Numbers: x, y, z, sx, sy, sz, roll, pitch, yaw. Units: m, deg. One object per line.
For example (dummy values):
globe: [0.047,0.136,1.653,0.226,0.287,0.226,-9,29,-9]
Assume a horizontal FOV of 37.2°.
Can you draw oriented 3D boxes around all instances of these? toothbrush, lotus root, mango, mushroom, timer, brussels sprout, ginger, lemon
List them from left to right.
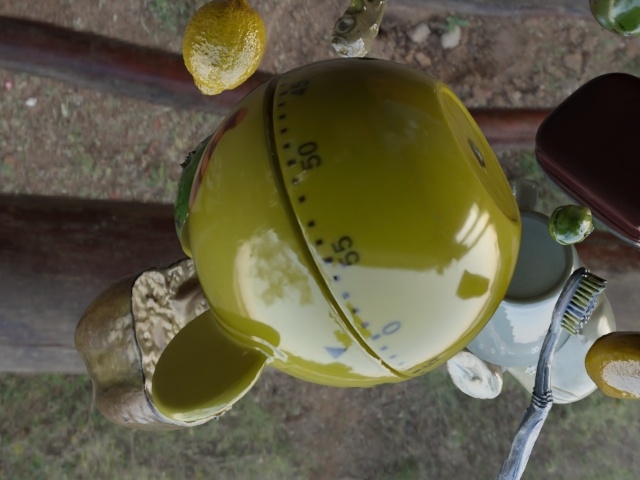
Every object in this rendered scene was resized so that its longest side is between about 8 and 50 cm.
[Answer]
lotus root: [-0.274,0.193,1.682,0.250,0.316,0.316,-20,139,41]
lemon: [-0.172,-0.340,1.667,0.142,0.142,0.187,15,114,-25]
timer: [0.000,0.000,0.993,0.387,0.376,0.376,-26,132,20]
ginger: [0.058,-0.318,1.305,0.051,0.173,0.069,-7,151,42]
toothbrush: [0.224,0.220,1.051,0.035,0.042,0.413,1,114,-41]
mushroom: [0.423,0.164,1.793,0.315,0.356,0.315,3,104,13]
brussels sprout: [0.296,-0.019,1.118,0.051,0.046,0.083,-17,175,23]
mango: [0.513,0.201,1.509,0.147,0.109,0.227,27,164,-13]

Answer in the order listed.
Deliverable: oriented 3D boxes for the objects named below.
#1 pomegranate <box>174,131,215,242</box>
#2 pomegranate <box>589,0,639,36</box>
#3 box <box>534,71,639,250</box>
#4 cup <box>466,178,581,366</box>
pomegranate: [-0.097,-0.057,1.472,0.271,0.254,0.254,32,122,4]
pomegranate: [0.600,-0.467,1.738,0.211,0.179,0.179,-7,131,-1]
box: [0.557,-0.138,1.656,0.263,0.404,0.108,-39,134,1]
cup: [0.270,0.022,1.298,0.187,0.257,0.234,5,160,10]
